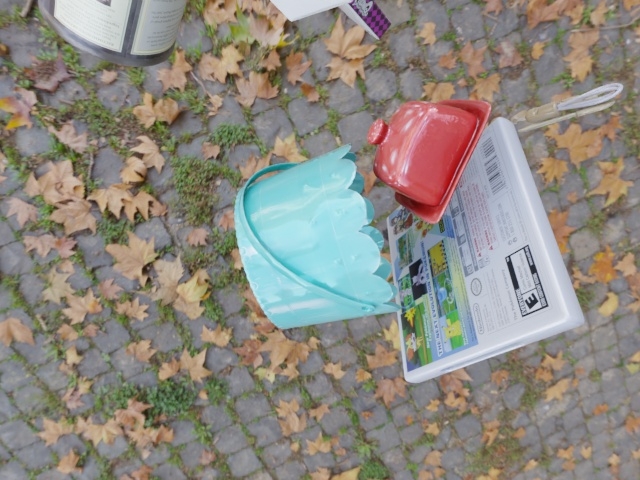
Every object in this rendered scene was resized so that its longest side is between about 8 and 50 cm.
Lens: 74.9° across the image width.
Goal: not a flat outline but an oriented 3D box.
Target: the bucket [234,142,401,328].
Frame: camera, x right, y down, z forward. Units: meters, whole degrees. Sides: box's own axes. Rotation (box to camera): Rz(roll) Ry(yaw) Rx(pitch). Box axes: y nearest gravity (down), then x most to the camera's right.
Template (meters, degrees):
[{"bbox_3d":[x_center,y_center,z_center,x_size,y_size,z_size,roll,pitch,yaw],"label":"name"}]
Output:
[{"bbox_3d":[0.000,0.000,0.655,0.183,0.281,0.280,-17,110,9],"label":"bucket"}]

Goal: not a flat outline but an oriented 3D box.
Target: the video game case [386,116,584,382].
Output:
[{"bbox_3d":[0.215,0.023,0.656,0.036,0.328,0.300,15,145,-23],"label":"video game case"}]

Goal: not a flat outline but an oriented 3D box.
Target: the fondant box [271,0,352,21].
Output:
[{"bbox_3d":[-0.033,-0.443,0.413,0.238,0.096,0.329,24,77,-49],"label":"fondant box"}]

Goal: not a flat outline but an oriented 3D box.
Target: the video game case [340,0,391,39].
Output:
[{"bbox_3d":[0.001,-0.448,0.693,0.210,0.232,0.041,48,112,18],"label":"video game case"}]

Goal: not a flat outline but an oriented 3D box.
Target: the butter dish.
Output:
[{"bbox_3d":[0.118,-0.124,0.552,0.119,0.160,0.160,18,104,-17],"label":"butter dish"}]

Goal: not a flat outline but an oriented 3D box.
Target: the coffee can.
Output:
[{"bbox_3d":[-0.276,-0.429,0.597,0.202,0.201,0.275,27,137,-17],"label":"coffee can"}]

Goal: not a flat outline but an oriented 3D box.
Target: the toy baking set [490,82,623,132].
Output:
[{"bbox_3d":[0.405,-0.234,0.742,0.197,0.256,0.030,-18,103,26],"label":"toy baking set"}]
